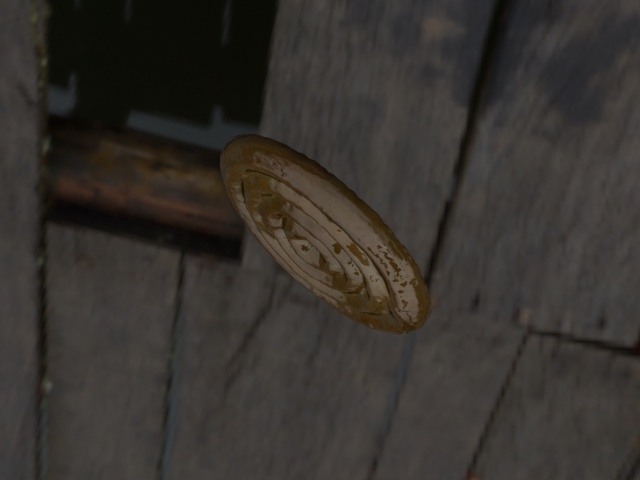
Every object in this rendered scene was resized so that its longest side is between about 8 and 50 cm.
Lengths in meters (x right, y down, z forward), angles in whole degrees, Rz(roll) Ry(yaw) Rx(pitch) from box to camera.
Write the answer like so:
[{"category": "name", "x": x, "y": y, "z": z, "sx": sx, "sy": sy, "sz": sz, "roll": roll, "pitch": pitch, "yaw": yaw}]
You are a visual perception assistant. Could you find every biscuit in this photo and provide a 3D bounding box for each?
[{"category": "biscuit", "x": 0.000, "y": 0.001, "z": 1.635, "sx": 0.262, "sy": 0.037, "sz": 0.262, "roll": 37, "pitch": 160, "yaw": 16}]
